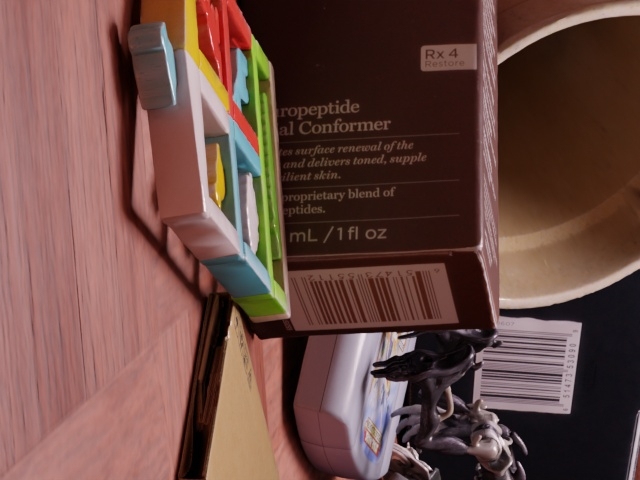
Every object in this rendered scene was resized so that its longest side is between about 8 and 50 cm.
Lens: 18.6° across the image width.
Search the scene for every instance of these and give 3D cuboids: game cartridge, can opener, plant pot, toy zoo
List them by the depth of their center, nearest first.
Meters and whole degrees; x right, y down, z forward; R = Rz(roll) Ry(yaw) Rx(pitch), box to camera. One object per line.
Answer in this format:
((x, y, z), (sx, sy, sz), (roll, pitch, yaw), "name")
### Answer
((-0.068, -0.075, 1.240), (0.293, 0.030, 0.192), (58, 26, -69), "toy zoo")
((0.037, 0.111, 1.737), (0.297, 0.062, 0.198), (59, 39, -73), "game cartridge")
((0.173, -0.160, 1.790), (0.334, 0.333, 0.305), (79, -12, -44), "plant pot")
((0.098, 0.311, 2.207), (0.093, 0.074, 0.280), (-51, 152, -20), "can opener")

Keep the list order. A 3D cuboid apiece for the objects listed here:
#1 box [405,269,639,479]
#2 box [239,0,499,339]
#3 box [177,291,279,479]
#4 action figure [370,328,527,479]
((0.259, -0.012, 2.409), (0.472, 0.297, 0.480), (-82, 174, -45), "box")
((0.040, -0.124, 1.497), (0.143, 0.191, 0.381), (71, 18, -59), "box")
((-0.059, 0.162, 1.326), (0.164, 0.021, 0.201), (-84, 168, -45), "box")
((0.112, 0.194, 1.715), (0.164, 0.141, 0.276), (-66, 147, -55), "action figure")
